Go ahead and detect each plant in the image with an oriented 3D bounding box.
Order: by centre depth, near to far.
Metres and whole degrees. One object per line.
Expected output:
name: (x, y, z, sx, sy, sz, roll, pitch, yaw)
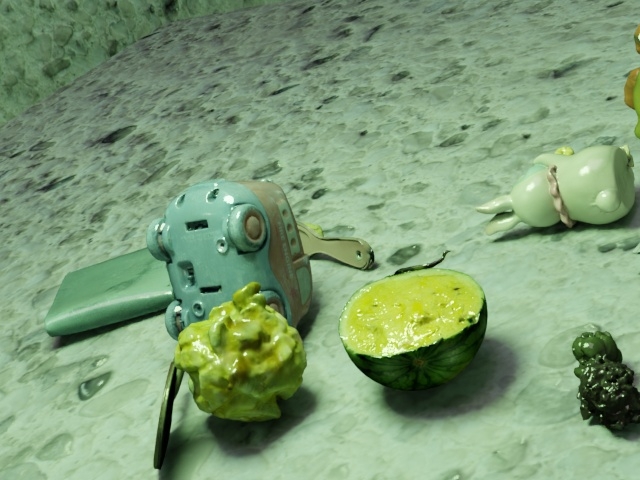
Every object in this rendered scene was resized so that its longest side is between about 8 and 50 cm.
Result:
plant: (0.346, 0.167, 1.391, 0.085, 0.087, 0.174, 18, 28, -10)

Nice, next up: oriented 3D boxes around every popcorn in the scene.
popcorn: (-0.114, 0.165, 1.614, 0.185, 0.187, 0.167, -46, 39, -16)

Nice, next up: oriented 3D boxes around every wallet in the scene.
wallet: (-0.387, 0.091, 2.179, 0.251, 0.054, 0.290, -16, 19, 2)

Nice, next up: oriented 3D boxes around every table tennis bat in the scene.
table tennis bat: (-0.216, 0.230, 1.646, 0.022, 0.138, 0.246, 8, 22, -3)

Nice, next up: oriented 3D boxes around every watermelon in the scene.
watermelon: (0.134, 0.129, 1.571, 0.204, 0.127, 0.232, -23, 25, -4)

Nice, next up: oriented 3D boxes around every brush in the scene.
brush: (0.001, -0.002, 2.050, 0.067, 0.072, 0.313, -21, 20, -36)

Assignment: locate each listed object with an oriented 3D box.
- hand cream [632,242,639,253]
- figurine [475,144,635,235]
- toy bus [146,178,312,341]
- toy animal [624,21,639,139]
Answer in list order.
hand cream: (0.554, 0.002, 1.632, 0.052, 0.038, 0.216, -4, 4, -41)
figurine: (0.378, -0.084, 1.842, 0.236, 0.127, 0.155, -9, 44, 31)
toy bus: (-0.119, 0.038, 1.821, 0.197, 0.294, 0.232, -9, 8, 35)
toy animal: (0.624, -0.236, 1.886, 0.191, 0.216, 0.338, 7, 28, -3)
